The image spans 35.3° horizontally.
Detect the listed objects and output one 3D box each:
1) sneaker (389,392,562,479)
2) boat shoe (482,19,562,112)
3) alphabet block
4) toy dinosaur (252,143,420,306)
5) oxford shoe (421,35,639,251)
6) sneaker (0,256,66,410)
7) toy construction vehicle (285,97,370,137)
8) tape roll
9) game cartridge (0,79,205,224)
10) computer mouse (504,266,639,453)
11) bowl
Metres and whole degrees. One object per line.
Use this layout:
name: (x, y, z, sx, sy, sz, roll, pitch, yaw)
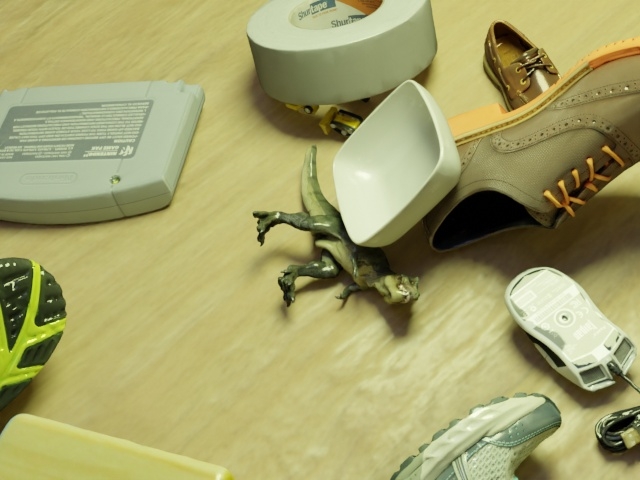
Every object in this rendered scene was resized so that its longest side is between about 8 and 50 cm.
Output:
sneaker: (0.098, 0.238, 0.803, 0.283, 0.110, 0.122, -38, 69, -13)
boat shoe: (0.231, -0.182, 1.122, 0.064, 0.060, 0.178, -24, 49, -4)
alphabet block: (-0.167, 0.274, 0.772, 0.197, 0.192, 0.193, 10, 57, 22)
toy dinosaur: (0.000, 0.000, 1.038, 0.118, 0.064, 0.268, -18, 46, -19)
oxford shoe: (0.248, -0.078, 0.937, 0.364, 0.130, 0.132, -23, 47, 41)
sneaker: (-0.402, 0.180, 0.979, 0.384, 0.145, 0.147, -50, 25, -21)
toy construction vehicle: (0.015, -0.161, 1.188, 0.098, 0.035, 0.086, 20, 60, 19)
tape roll: (0.026, -0.243, 1.189, 0.219, 0.072, 0.219, -10, 34, 7)
game cartridge: (-0.299, -0.108, 1.219, 0.294, 0.060, 0.196, 0, 48, 16)
computer mouse: (0.243, 0.099, 0.900, 0.106, 0.042, 0.193, -35, 56, -8)
bowl: (0.081, -0.070, 0.993, 0.142, 0.053, 0.142, -46, 37, 30)
